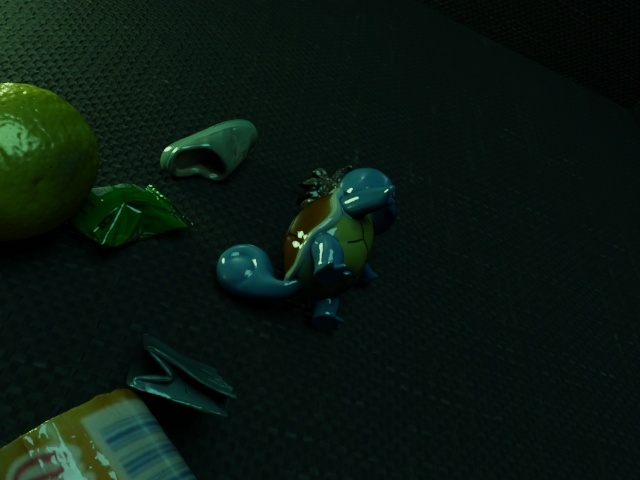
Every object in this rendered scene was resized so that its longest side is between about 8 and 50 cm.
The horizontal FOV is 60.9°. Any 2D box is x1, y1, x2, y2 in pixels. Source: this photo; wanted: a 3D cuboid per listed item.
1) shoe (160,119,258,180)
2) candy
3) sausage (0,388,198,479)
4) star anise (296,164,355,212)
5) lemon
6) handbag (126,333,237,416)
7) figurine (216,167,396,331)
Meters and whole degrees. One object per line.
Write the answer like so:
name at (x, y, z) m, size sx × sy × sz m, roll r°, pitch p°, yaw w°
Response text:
shoe at (-0.224, -0.187, 1.196) m, size 0.251 × 0.103 × 0.100 m, roll -27°, pitch 68°, yaw -37°
candy at (-0.358, -0.052, 1.013) m, size 0.203 × 0.078 × 0.141 m, roll -21°, pitch 65°, yaw -47°
sausage at (-0.232, 0.349, 0.615) m, size 0.233 × 0.233 × 0.287 m, roll -27°, pitch 70°, yaw -43°
star anise at (0.049, -0.089, 1.270) m, size 0.214 × 0.099 × 0.219 m, roll -12°, pitch 59°, yaw -26°
lemon at (-0.497, -0.126, 0.877) m, size 0.268 × 0.267 × 0.267 m, roll 16°, pitch 46°, yaw -17°
handbag at (-0.203, 0.195, 0.791) m, size 0.144 × 0.221 × 0.057 m, roll 28°, pitch 77°, yaw -15°
figurine at (0.019, 0.024, 1.068) m, size 0.416 × 0.297 × 0.243 m, roll -33°, pitch 51°, yaw -23°
